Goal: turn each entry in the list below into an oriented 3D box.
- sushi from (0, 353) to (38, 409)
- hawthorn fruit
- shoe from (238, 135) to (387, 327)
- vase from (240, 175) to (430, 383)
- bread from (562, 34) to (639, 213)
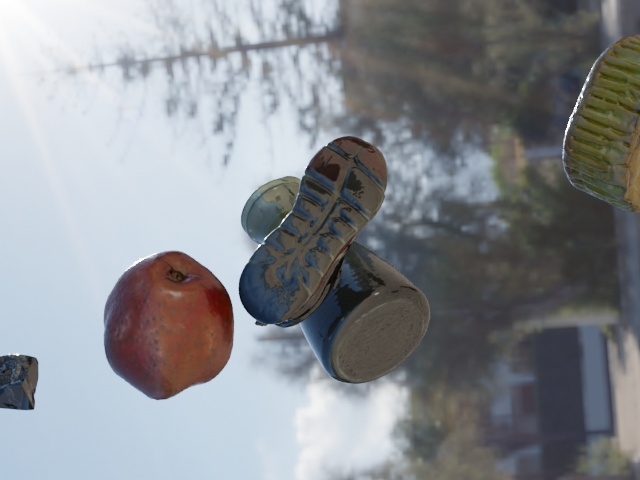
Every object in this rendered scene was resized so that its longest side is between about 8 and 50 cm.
[{"bbox_3d":[-0.472,0.211,1.914,0.083,0.084,0.056,-90,-10,-48],"label":"sushi"},{"bbox_3d":[-0.197,0.105,1.632,0.189,0.189,0.189,-4,-90,-78],"label":"hawthorn fruit"},{"bbox_3d":[0.000,0.000,1.657,0.291,0.114,0.137,-57,-15,-19],"label":"shoe"},{"bbox_3d":[0.006,0.046,1.848,0.321,0.173,0.173,49,164,41],"label":"vase"},{"bbox_3d":[0.476,-0.170,1.886,0.227,0.142,0.253,1,-64,-49],"label":"bread"}]
